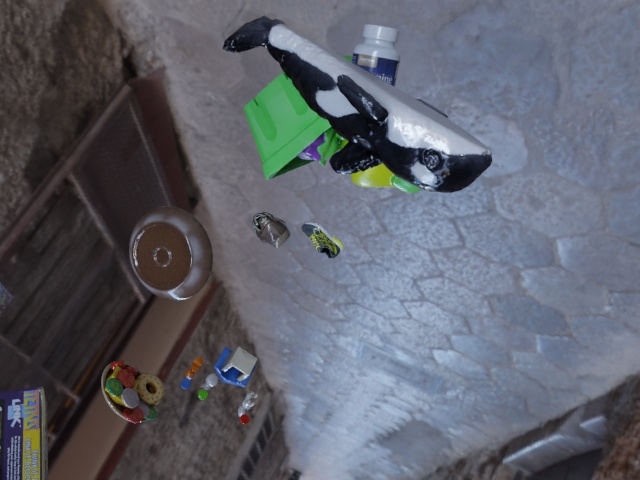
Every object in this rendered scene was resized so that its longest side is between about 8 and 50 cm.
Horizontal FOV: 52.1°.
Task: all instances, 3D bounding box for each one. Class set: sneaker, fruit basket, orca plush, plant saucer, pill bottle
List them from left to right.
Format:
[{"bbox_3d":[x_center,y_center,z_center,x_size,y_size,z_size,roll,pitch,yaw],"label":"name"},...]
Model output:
[{"bbox_3d":[-0.315,0.030,1.335,0.199,0.198,0.036,21,-166,15],"label":"plant saucer"},{"bbox_3d":[-0.113,-0.036,1.398,0.071,0.066,0.188,49,171,-16],"label":"sneaker"},{"bbox_3d":[0.000,0.000,1.135,0.083,0.035,0.031,33,144,6],"label":"sneaker"},{"bbox_3d":[0.021,-0.115,0.639,0.287,0.102,0.151,32,-159,9],"label":"orca plush"},{"bbox_3d":[0.064,-0.223,1.464,0.283,0.392,0.392,-34,119,32],"label":"fruit basket"},{"bbox_3d":[0.075,-0.236,0.917,0.067,0.120,0.067,9,-165,-2],"label":"pill bottle"}]

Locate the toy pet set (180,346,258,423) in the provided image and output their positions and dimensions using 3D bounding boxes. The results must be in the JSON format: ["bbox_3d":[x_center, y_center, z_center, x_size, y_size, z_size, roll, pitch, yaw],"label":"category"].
[{"bbox_3d":[-0.158,0.225,1.049,0.122,0.114,0.065,36,140,-12],"label":"toy pet set"}]

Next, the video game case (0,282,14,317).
[{"bbox_3d":[-0.720,0.190,1.333,0.042,0.232,0.210,29,159,-9],"label":"video game case"}]

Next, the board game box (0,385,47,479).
[{"bbox_3d":[-0.370,0.251,0.703,0.141,0.170,0.048,-3,141,-19],"label":"board game box"}]

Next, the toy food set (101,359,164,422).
[{"bbox_3d":[-0.224,0.179,0.778,0.020,0.082,0.083,-36,112,19],"label":"toy food set"}]
